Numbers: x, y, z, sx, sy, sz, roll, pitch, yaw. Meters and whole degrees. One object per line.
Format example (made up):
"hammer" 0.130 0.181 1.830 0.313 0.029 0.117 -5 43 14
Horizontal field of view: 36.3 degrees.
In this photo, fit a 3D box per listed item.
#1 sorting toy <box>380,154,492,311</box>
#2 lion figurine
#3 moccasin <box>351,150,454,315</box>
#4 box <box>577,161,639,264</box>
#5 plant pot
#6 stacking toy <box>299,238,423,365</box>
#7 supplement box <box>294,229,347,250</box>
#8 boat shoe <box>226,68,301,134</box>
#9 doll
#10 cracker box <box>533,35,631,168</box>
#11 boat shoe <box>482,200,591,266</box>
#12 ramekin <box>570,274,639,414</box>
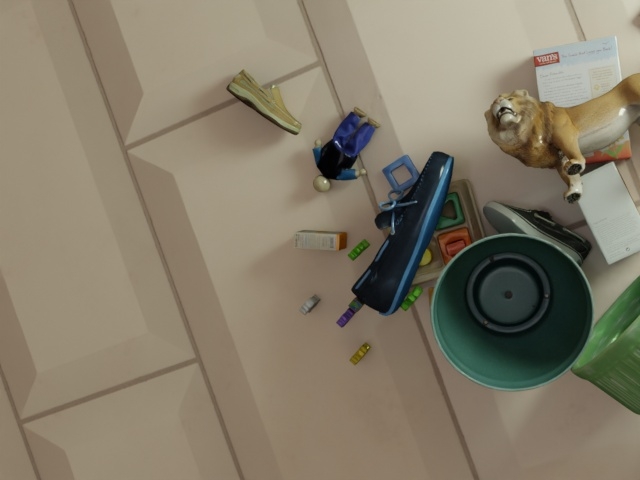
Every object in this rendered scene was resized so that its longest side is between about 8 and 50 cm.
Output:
"sorting toy" 0.231 -0.012 1.977 0.196 0.047 0.347 -17 89 17
"lion figurine" 0.505 -0.216 1.760 0.392 0.142 0.240 -15 47 7
"moccasin" 0.153 -0.021 1.904 0.117 0.138 0.342 25 98 15
"box" 0.546 -0.053 1.835 0.091 0.130 0.170 -26 87 18
"plant pot" 0.360 0.119 1.860 0.293 0.196 0.293 1 98 9
"stacking toy" 0.083 0.127 2.031 0.167 0.052 0.221 43 105 8
"supplement box" 0.000 0.000 2.041 0.098 0.062 0.036 3 96 17
"boat shoe" -0.108 -0.296 2.054 0.190 0.068 0.072 36 92 12
"doll" 0.047 -0.178 2.022 0.129 0.046 0.189 39 103 12
"cracker box" 0.501 -0.261 1.867 0.156 0.067 0.232 -7 93 18
"boat shoe" 0.423 -0.021 1.911 0.219 0.078 0.070 34 68 16
"ramekin" 0.604 0.168 1.747 0.148 0.303 0.303 40 104 6
